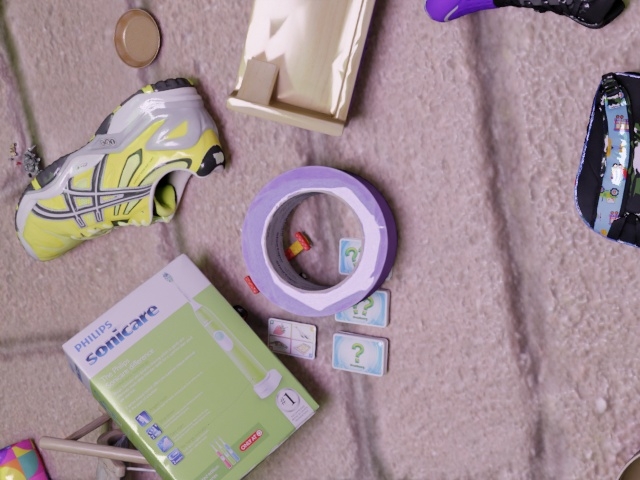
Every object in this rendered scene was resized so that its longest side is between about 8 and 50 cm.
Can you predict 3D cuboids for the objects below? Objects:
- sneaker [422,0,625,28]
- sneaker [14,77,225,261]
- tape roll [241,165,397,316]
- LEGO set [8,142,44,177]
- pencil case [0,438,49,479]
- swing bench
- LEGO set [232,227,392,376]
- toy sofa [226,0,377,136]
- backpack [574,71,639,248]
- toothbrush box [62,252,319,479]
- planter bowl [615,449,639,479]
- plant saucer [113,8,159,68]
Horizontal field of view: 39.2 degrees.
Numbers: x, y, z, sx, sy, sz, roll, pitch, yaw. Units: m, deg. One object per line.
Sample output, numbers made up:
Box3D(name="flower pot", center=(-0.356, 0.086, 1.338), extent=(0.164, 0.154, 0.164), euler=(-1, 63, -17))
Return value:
Box3D(name="sneaker", center=(0.252, -0.286, 0.969), extent=(0.293, 0.102, 0.146), euler=(-25, 89, 29))
Box3D(name="sneaker", center=(-0.295, -0.066, 1.279), extent=(0.384, 0.145, 0.147), euler=(-37, 82, 30))
Box3D(name="tape roll", center=(0.000, 0.000, 1.145), extent=(0.188, 0.080, 0.189), euler=(1, 93, 14))
Box3D(name="LEGO set", center=(-0.468, -0.125, 1.424), extent=(0.083, 0.023, 0.054), euler=(7, 103, 26))
Box3D(name="pencil case", center=(-0.497, 0.453, 1.514), extent=(0.104, 0.104, 0.236), euler=(-28, 88, 29))
Box3D(name="swing bench", center=(-0.281, 0.416, 1.361), extent=(0.254, 0.165, 0.253), euler=(14, 106, 19))
Box3D(name="LEGO set", center=(-0.026, 0.079, 1.217), extent=(0.244, 0.060, 0.183), euler=(7, 100, 27))
Box3D(name="toy sofa", center=(0.001, -0.321, 1.087), extent=(0.150, 0.177, 0.363), euler=(14, 108, -1))
Box3D(name="backpack", center=(0.355, -0.081, 0.948), extent=(0.158, 0.117, 0.173), euler=(17, 107, 23))
Box3D(name="toothbrush box", center=(-0.176, 0.196, 1.213), extent=(0.283, 0.206, 0.122), euler=(47, 157, 7))
Box3D(name="planter bowl", center=(0.414, 0.282, 0.995), extent=(0.162, 0.109, 0.162), euler=(6, 103, 26))
Box3D(name="plant saucer", center=(-0.260, -0.289, 1.287), extent=(0.083, 0.015, 0.084), euler=(6, 102, 27))
